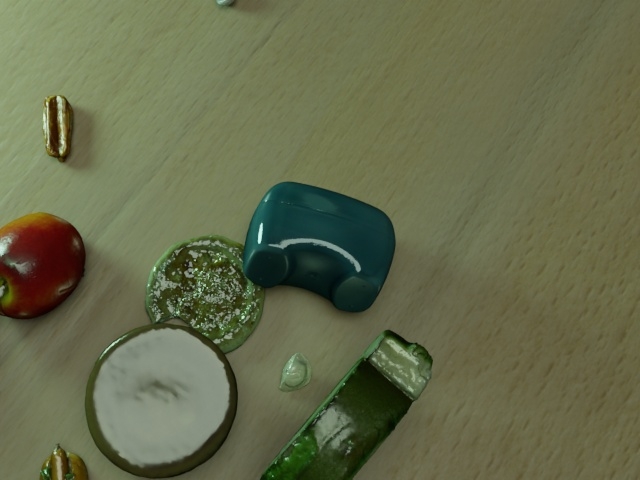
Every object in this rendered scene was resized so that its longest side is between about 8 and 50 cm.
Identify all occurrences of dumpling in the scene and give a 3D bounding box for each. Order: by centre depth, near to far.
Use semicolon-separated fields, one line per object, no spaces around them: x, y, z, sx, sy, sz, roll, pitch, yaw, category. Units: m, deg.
-0.046;0.265;1.906;0.059;0.043;0.077;28;68;-22;dumpling

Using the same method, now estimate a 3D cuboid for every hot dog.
-0.472;0.510;1.766;0.109;0.072;0.269;-6;76;-12;hot dog
-0.542;-0.232;1.983;0.062;0.038;0.144;-3;77;-11;hot dog

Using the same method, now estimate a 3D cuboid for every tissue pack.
0.000;0.000;1.902;0.288;0.198;0.206;15;58;-5;tissue pack

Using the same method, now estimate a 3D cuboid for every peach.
-0.556;0.048;1.857;0.190;0.226;0.196;-6;111;23;peach

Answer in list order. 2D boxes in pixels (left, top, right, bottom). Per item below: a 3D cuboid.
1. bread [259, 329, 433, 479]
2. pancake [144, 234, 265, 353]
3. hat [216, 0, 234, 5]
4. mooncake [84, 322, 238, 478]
0.054;0.330;1.727;0.129;0.366;0.382;40;95;6;bread
-0.228;0.105;1.928;0.254;0.037;0.253;1;76;-5;pancake
-0.233;-0.592;2.111;0.112;0.093;0.162;-22;96;-3;hat
-0.295;0.299;1.799;0.285;0.155;0.284;1;82;-7;mooncake
